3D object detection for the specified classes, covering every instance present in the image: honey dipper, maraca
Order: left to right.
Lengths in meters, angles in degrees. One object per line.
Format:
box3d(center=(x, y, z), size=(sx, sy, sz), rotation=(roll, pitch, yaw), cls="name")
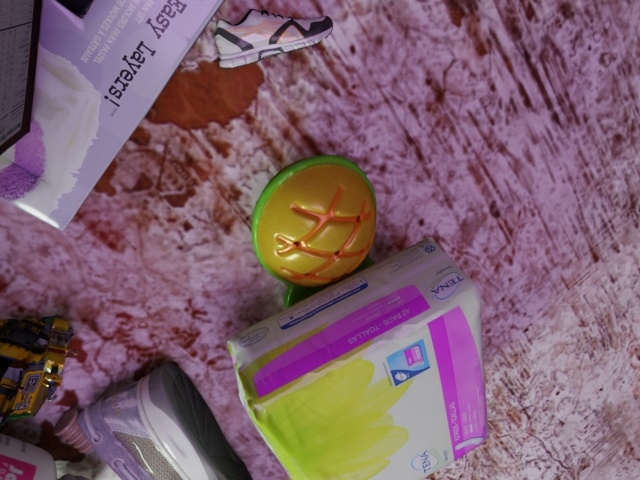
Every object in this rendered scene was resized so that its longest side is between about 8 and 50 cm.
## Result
box3d(center=(-0.212, 0.235, 0.545), size=(0.030, 0.030, 0.161), rotation=(-39, 119, -2), cls="honey dipper")
box3d(center=(0.000, 0.000, 0.496), size=(0.127, 0.099, 0.186), rotation=(-21, 132, -9), cls="maraca")

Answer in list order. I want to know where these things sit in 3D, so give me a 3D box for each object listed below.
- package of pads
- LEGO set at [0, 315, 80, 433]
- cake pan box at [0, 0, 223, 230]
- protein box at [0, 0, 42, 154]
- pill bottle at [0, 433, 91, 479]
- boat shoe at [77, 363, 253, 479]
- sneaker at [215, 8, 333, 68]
box3d(center=(0.053, 0.168, 0.531), size=(0.229, 0.101, 0.297), rotation=(-27, 131, -7), cls="package of pads")
box3d(center=(-0.287, 0.048, 0.315), size=(0.254, 0.331, 0.192), rotation=(25, 98, -4), cls="LEGO set")
box3d(center=(-0.221, -0.175, 0.355), size=(0.245, 0.070, 0.267), rotation=(35, 105, -27), cls="cake pan box")
box3d(center=(-0.257, -0.153, 0.243), size=(0.199, 0.136, 0.201), rotation=(12, 113, -18), cls="protein box")
box3d(center=(-0.336, 0.237, 0.430), size=(0.283, 0.160, 0.160), rotation=(35, 95, -26), cls="pill bottle")
box3d(center=(-0.134, 0.283, 0.544), size=(0.103, 0.118, 0.321), rotation=(-23, 110, -3), cls="boat shoe")
box3d(center=(-0.041, -0.185, 0.447), size=(0.109, 0.040, 0.044), rotation=(-19, 112, -12), cls="sneaker")
